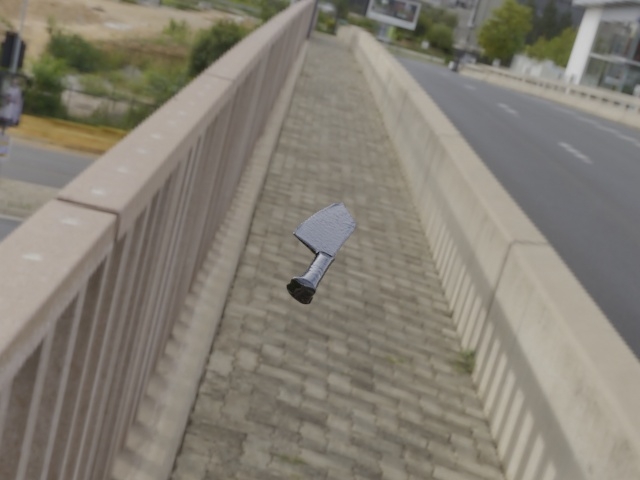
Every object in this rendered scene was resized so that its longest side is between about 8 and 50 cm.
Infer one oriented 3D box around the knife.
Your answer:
[{"bbox_3d":[0.000,0.000,1.043,0.060,0.028,0.230,39,28,-2],"label":"knife"}]
